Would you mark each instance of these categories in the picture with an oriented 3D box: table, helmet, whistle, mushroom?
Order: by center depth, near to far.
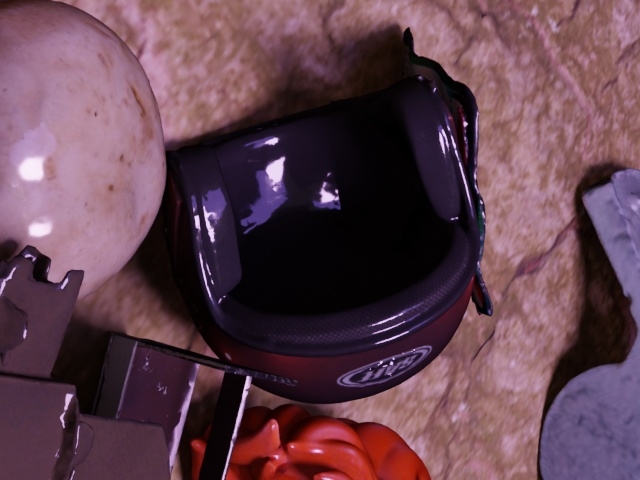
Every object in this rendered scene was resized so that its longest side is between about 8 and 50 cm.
[{"bbox_3d":[-0.156,-0.046,0.600,0.166,0.127,0.166,-34,129,-55],"label":"mushroom"},{"bbox_3d":[-0.103,0.131,0.635,0.062,0.175,0.146,19,82,-42],"label":"table"},{"bbox_3d":[0.000,0.000,0.707,0.189,0.216,0.193,-18,139,-14],"label":"helmet"},{"bbox_3d":[0.339,0.135,1.078,0.168,0.188,0.405,4,91,-46],"label":"whistle"}]

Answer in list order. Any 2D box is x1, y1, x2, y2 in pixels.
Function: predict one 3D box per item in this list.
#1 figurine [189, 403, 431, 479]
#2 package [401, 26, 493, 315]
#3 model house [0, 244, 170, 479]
[{"bbox_3d":[-0.018,0.210,0.738,0.208,0.181,0.257,43,53,-8],"label":"figurine"},{"bbox_3d":[0.085,-0.059,0.816,0.040,0.232,0.166,-10,114,0],"label":"package"},{"bbox_3d":[-0.183,0.115,0.520,0.211,0.204,0.243,17,92,-45],"label":"model house"}]
